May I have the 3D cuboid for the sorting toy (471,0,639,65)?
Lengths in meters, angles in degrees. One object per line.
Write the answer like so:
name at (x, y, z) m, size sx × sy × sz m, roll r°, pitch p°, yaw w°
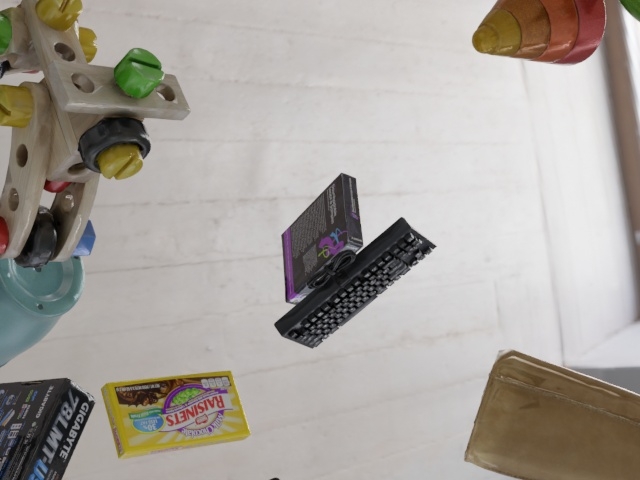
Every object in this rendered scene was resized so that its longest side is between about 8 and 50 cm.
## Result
sorting toy at (0.263, -0.226, 0.881) m, size 0.126 × 0.365 × 0.127 m, roll -27°, pitch 99°, yaw -30°

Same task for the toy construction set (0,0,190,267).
toy construction set at (-0.258, -0.144, 0.836) m, size 0.309 × 0.237 × 0.257 m, roll 24°, pitch 51°, yaw -31°

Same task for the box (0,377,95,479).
box at (-0.496, 0.346, 1.418) m, size 0.073 × 0.293 × 0.295 m, roll 48°, pitch 45°, yaw -37°

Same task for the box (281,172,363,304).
box at (0.000, 0.000, 1.330) m, size 0.029 × 0.162 × 0.116 m, roll 16°, pitch 50°, yaw -27°

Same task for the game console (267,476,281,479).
game console at (-0.101, 0.406, 1.384) m, size 0.122 × 0.071 × 0.107 m, roll -10°, pitch 76°, yaw -49°

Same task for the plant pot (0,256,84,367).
plant pot at (-0.571, 0.081, 1.756) m, size 0.272 × 0.255 × 0.271 m, roll 27°, pitch 52°, yaw -41°

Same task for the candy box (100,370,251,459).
candy box at (-0.200, 0.242, 1.384) m, size 0.206 × 0.027 × 0.105 m, roll 0°, pitch 62°, yaw -40°

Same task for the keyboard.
keyboard at (0.033, 0.047, 1.032) m, size 0.108 × 0.180 × 0.023 m, roll 34°, pitch 19°, yaw -50°

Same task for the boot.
boot at (0.306, 0.160, 0.999) m, size 0.089 × 0.270 × 0.236 m, roll 91°, pitch 20°, yaw -49°
